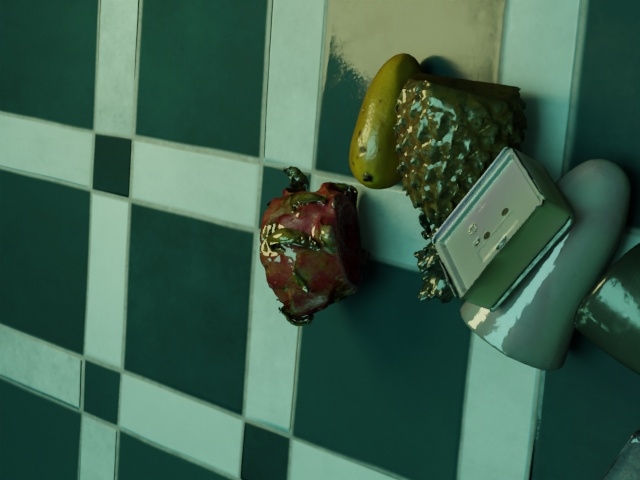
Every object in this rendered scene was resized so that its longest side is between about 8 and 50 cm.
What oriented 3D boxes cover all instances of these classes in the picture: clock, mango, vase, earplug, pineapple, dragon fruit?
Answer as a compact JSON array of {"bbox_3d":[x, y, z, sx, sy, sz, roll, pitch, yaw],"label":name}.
[{"bbox_3d":[0.253,-0.016,1.649,0.192,0.071,0.147,-53,31,24],"label":"clock"},{"bbox_3d":[0.111,-0.190,1.882,0.109,0.147,0.227,13,81,21],"label":"mango"},{"bbox_3d":[0.508,0.159,1.560,0.321,0.173,0.173,46,123,21],"label":"vase"},{"bbox_3d":[0.347,0.017,1.692,0.172,0.172,0.301,39,112,32],"label":"earplug"},{"bbox_3d":[0.202,-0.075,1.782,0.202,0.202,0.361,19,115,39],"label":"pineapple"},{"bbox_3d":[0.000,0.000,1.961,0.147,0.211,0.282,-8,72,30],"label":"dragon fruit"}]

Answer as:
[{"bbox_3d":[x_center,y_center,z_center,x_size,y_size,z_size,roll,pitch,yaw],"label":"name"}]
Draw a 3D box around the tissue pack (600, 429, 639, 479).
[{"bbox_3d":[0.528,0.479,1.592,0.394,0.124,0.288,44,122,30],"label":"tissue pack"}]
